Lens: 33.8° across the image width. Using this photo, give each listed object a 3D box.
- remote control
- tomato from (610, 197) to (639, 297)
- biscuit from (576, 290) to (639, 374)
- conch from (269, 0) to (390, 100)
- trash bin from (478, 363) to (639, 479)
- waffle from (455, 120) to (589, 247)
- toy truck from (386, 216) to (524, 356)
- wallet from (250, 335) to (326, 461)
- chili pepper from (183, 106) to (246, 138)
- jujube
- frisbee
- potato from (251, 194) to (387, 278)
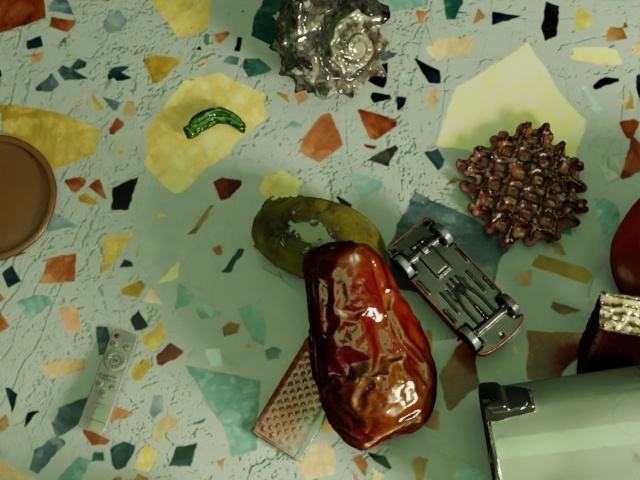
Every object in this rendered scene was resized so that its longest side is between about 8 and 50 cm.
[{"bbox_3d":[-0.370,0.247,1.845,0.050,0.027,0.184,15,70,6],"label":"remote control"},{"bbox_3d":[0.634,0.046,1.745,0.298,0.226,0.299,-7,42,6],"label":"tomato"},{"bbox_3d":[0.486,0.162,1.709,0.106,0.252,0.070,8,65,9],"label":"biscuit"},{"bbox_3d":[0.034,-0.392,1.944,0.240,0.186,0.313,34,57,-15],"label":"conch"},{"bbox_3d":[0.397,0.325,1.672,0.262,0.277,0.217,-10,38,6],"label":"trash bin"},{"bbox_3d":[0.368,-0.097,1.897,0.221,0.055,0.234,-26,69,-3],"label":"waffle"},{"bbox_3d":[0.232,0.086,1.817,0.107,0.114,0.253,-39,74,-10],"label":"toy truck"},{"bbox_3d":[-0.029,0.272,1.822,0.103,0.020,0.196,29,77,9],"label":"wallet"},{"bbox_3d":[-0.200,-0.222,1.973,0.118,0.035,0.055,-6,86,-9],"label":"chili pepper"},{"bbox_3d":[0.071,0.164,1.732,0.216,0.216,0.342,-20,88,-3],"label":"jujube"},{"bbox_3d":[-0.613,-0.078,1.955,0.250,0.021,0.251,-1,73,2],"label":"frisbee"},{"bbox_3d":[0.000,0.000,1.853,0.251,0.113,0.149,19,81,8],"label":"potato"}]
